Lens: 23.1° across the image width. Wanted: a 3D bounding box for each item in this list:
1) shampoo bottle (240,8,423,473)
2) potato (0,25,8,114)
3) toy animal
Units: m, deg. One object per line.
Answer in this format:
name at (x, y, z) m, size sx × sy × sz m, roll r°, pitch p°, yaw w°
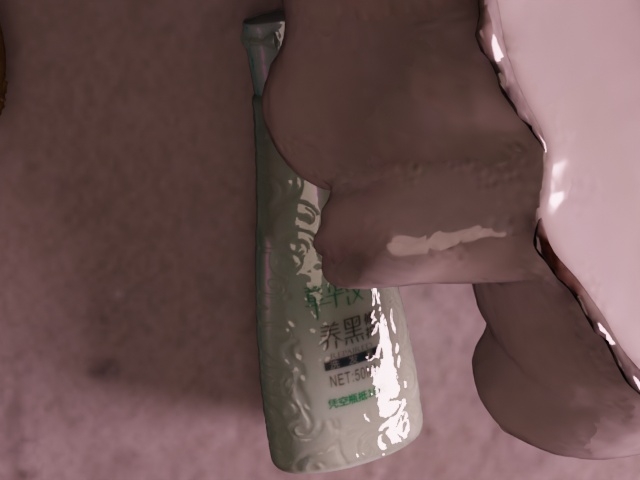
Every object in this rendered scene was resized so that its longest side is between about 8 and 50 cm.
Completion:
shampoo bottle at (0.000, 0.000, 0.640) m, size 0.069 × 0.041 × 0.190 m, roll -13°, pitch 109°, yaw -15°
potato at (-0.147, -0.074, 0.604) m, size 0.051 × 0.040 × 0.083 m, roll -7°, pitch 113°, yaw -11°
toy animal at (0.078, -0.066, 0.557) m, size 0.208 × 0.154 × 0.325 m, roll -19°, pitch 104°, yaw -26°
